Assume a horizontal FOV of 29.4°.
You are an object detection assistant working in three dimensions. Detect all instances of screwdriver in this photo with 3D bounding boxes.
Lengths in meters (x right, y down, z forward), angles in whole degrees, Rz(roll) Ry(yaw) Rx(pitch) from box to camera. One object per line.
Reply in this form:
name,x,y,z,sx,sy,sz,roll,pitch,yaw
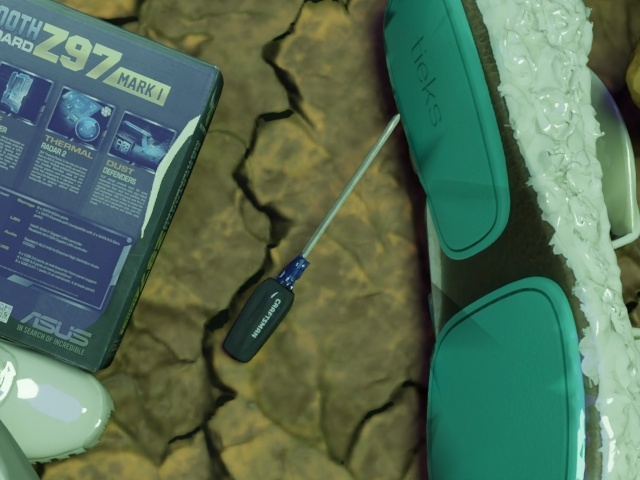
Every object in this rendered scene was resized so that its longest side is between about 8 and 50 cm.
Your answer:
screwdriver,0.000,0.000,0.701,0.025,0.024,0.170,40,93,12

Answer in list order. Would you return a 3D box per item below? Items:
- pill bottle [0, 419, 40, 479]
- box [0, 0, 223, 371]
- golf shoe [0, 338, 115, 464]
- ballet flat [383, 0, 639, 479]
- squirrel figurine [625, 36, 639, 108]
pill bottle,-0.255,0.195,0.591,0.264,0.153,0.153,-27,77,-9
box,-0.194,-0.053,0.685,0.232,0.059,0.183,21,88,-2
golf shoe,-0.201,0.074,0.662,0.176,0.086,0.069,15,72,1
ballet flat,0.131,0.019,0.671,0.147,0.147,0.409,-5,74,-3
squirrel figurine,0.335,-0.168,0.692,0.397,0.281,0.370,-22,65,-22
